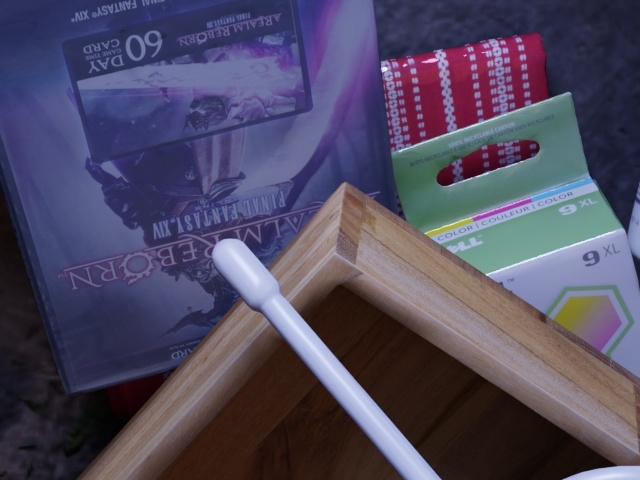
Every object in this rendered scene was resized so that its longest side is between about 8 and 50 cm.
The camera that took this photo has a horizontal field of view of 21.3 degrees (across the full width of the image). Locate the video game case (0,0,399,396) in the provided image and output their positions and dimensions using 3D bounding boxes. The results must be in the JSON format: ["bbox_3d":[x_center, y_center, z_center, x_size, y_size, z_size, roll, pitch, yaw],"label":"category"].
[{"bbox_3d":[-0.063,-0.047,0.848,0.196,0.026,0.274,-14,129,-6],"label":"video game case"}]

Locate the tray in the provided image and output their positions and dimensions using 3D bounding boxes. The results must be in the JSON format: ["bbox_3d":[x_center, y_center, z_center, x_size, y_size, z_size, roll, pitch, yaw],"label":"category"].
[{"bbox_3d":[-0.030,0.170,0.946,0.202,0.076,0.411,33,120,-16],"label":"tray"}]

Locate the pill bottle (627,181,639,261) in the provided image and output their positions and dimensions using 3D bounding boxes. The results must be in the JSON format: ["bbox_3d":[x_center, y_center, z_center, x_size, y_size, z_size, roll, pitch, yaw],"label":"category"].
[{"bbox_3d":[0.235,-0.073,0.900,0.108,0.108,0.194,9,101,-14],"label":"pill bottle"}]

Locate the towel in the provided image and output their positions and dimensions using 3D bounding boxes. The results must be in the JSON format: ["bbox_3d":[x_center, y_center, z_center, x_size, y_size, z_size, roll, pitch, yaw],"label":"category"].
[{"bbox_3d":[0.000,0.000,0.950,0.274,0.031,0.199,-12,118,-4],"label":"towel"}]

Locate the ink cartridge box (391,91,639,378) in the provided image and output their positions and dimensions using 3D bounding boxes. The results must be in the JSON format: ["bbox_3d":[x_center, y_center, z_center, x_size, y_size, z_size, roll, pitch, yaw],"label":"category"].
[{"bbox_3d":[0.118,0.036,0.932,0.109,0.062,0.209,-18,120,2],"label":"ink cartridge box"}]

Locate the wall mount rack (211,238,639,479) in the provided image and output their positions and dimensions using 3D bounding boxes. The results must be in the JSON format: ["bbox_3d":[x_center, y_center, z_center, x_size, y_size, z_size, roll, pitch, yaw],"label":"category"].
[{"bbox_3d":[0.029,0.169,0.826,0.304,0.130,0.350,26,123,-16],"label":"wall mount rack"}]
